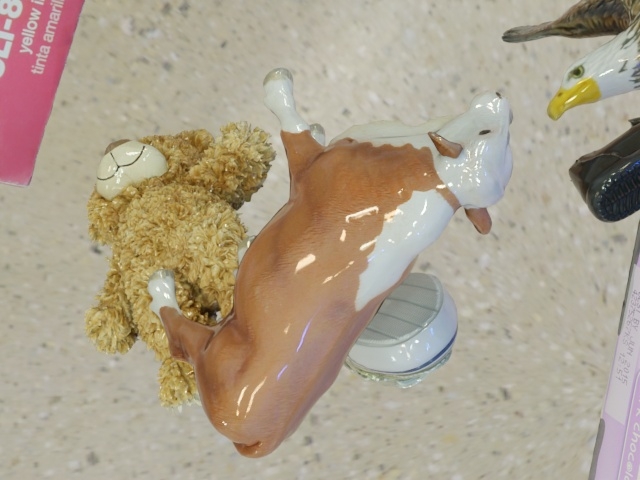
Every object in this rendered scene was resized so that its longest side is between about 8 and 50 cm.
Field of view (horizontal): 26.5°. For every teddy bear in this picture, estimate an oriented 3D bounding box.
[{"bbox_3d":[-0.132,0.004,1.247,0.245,0.113,0.338,-42,43,32],"label":"teddy bear"}]

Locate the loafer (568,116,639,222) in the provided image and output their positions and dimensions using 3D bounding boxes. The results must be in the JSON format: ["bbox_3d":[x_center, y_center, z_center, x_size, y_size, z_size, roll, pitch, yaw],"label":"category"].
[{"bbox_3d":[0.329,-0.099,1.304,0.220,0.080,0.078,-26,42,-18],"label":"loafer"}]

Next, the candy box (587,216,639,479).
[{"bbox_3d":[0.203,0.046,0.488,0.196,0.070,0.164,4,102,-23],"label":"candy box"}]

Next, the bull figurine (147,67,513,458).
[{"bbox_3d":[0.000,0.000,0.933,0.310,0.101,0.188,-54,44,16],"label":"bull figurine"}]

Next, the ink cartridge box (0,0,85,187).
[{"bbox_3d":[-0.379,-0.189,0.890,0.279,0.385,0.160,48,121,55],"label":"ink cartridge box"}]

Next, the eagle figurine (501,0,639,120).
[{"bbox_3d":[0.216,-0.158,0.873,0.225,0.226,0.298,-12,42,-26],"label":"eagle figurine"}]

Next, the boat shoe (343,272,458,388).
[{"bbox_3d":[0.071,0.092,1.306,0.109,0.302,0.094,-34,101,-8],"label":"boat shoe"}]
